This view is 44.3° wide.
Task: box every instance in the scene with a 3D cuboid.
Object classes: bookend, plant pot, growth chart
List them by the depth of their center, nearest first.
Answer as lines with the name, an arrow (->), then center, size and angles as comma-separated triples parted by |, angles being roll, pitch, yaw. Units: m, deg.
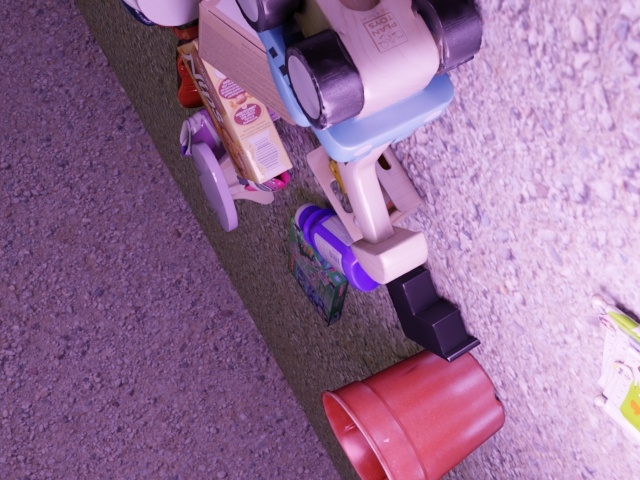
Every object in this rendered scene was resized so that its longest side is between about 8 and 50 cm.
growth chart -> 0.408, 0.190, 0.986 | 0.172, 0.021, 0.237 | 43, 157, 45
bookend -> 0.197, 0.117, 1.424 | 0.156, 0.072, 0.157 | 25, 140, 63
plant pot -> 0.185, 0.339, 1.491 | 0.272, 0.265, 0.272 | 54, 163, 25

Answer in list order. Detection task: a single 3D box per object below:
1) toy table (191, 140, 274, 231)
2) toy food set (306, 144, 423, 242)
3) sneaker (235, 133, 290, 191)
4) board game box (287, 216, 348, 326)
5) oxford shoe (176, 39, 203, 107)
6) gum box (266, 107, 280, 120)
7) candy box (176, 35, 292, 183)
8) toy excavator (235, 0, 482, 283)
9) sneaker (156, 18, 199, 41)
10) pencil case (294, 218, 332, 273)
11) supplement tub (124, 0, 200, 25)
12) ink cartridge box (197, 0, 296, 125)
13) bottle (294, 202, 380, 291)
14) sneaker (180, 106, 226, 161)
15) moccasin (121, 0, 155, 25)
toy table -> -0.223, -0.170, 2.081 | 0.252, 0.161, 0.274 | 51, 161, 34
toy food set -> 0.060, -0.112, 1.418 | 0.219, 0.092, 0.306 | 59, 164, 5
sneaker -> -0.151, -0.253, 1.836 | 0.112, 0.121, 0.299 | 6, 129, 35
board game box -> -0.012, 0.084, 2.072 | 0.213, 0.046, 0.317 | 57, 164, 18
oxford shoe -> -0.347, -0.457, 2.140 | 0.271, 0.097, 0.098 | 110, 150, -64
gum box -> -0.118, -0.335, 1.641 | 0.107, 0.062, 0.188 | 56, 164, 19
candy box -> -0.182, -0.282, 1.649 | 0.316, 0.088, 0.183 | 66, 165, -17
toy excavator -> 0.055, -0.178, 1.094 | 0.432, 0.222, 0.445 | 60, 167, 8
sneaker -> -0.354, -0.574, 1.905 | 0.276, 0.098, 0.135 | 40, 154, 48
pencil case -> 0.000, 0.000, 1.851 | 0.151, 0.065, 0.070 | 59, 139, 8
supplement tub -> -0.349, -0.606, 1.591 | 0.316, 0.228, 0.228 | 53, 163, 27
ink cartridge box -> -0.104, -0.335, 1.407 | 0.235, 0.088, 0.193 | 37, 162, 0
bottle -> 0.036, 0.002, 1.685 | 0.283, 0.092, 0.118 | 41, 163, 52
sneaker -> -0.313, -0.255, 2.219 | 0.102, 0.161, 0.282 | 45, 159, 40
moccasin -> -0.488, -0.714, 2.012 | 0.117, 0.138, 0.341 | 27, 144, 56
